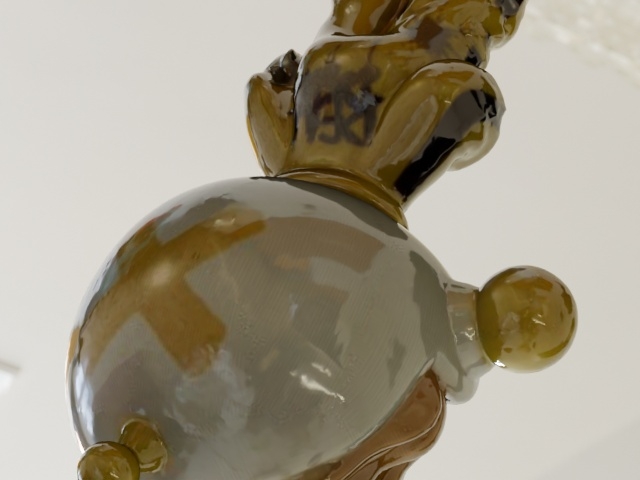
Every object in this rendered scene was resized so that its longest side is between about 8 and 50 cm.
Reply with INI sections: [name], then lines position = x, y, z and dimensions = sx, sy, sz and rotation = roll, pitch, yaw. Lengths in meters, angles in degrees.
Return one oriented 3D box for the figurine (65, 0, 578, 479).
[figurine]
position = 0.004, -0.001, 0.385
dimensions = 0.143, 0.068, 0.101
rotation = -47, -140, -13
